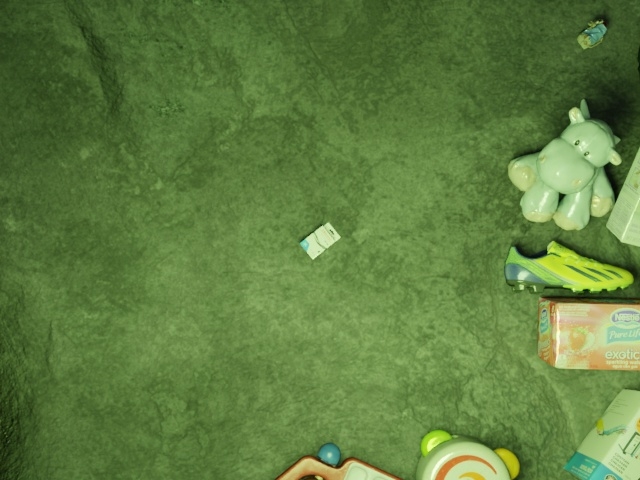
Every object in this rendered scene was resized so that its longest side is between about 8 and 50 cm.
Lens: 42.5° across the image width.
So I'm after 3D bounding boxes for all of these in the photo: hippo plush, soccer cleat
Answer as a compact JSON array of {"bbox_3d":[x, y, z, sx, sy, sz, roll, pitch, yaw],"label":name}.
[{"bbox_3d":[0.573,-0.157,1.782,0.294,0.236,0.234,-40,86,-3],"label":"hippo plush"},{"bbox_3d":[0.556,0.061,1.835,0.289,0.093,0.121,2,82,0],"label":"soccer cleat"}]

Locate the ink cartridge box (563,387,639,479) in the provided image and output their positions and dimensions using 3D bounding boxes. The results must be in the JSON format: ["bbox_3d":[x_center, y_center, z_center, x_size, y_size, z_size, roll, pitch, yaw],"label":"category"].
[{"bbox_3d":[0.678,0.460,1.760,0.171,0.168,0.233,37,85,4],"label":"ink cartridge box"}]

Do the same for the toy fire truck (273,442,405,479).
[{"bbox_3d":[0.030,0.576,1.749,0.302,0.169,0.254,25,81,2],"label":"toy fire truck"}]

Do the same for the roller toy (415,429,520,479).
[{"bbox_3d":[0.308,0.522,1.764,0.209,0.146,0.191,14,85,0],"label":"roller toy"}]

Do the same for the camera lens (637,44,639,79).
[{"bbox_3d":[0.862,-0.402,1.814,0.274,0.219,0.219,-1,85,0],"label":"camera lens"}]

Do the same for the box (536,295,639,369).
[{"bbox_3d":[0.637,0.200,1.785,0.300,0.154,0.142,1,92,1],"label":"box"}]

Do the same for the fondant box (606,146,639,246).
[{"bbox_3d":[0.801,-0.131,1.774,0.238,0.096,0.330,14,110,-7],"label":"fondant box"}]

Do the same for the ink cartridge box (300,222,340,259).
[{"bbox_3d":[0.000,0.000,1.869,0.083,0.028,0.048,-39,86,-4],"label":"ink cartridge box"}]

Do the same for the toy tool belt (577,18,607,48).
[{"bbox_3d":[0.638,-0.484,1.905,0.083,0.051,0.052,-40,86,-4],"label":"toy tool belt"}]
